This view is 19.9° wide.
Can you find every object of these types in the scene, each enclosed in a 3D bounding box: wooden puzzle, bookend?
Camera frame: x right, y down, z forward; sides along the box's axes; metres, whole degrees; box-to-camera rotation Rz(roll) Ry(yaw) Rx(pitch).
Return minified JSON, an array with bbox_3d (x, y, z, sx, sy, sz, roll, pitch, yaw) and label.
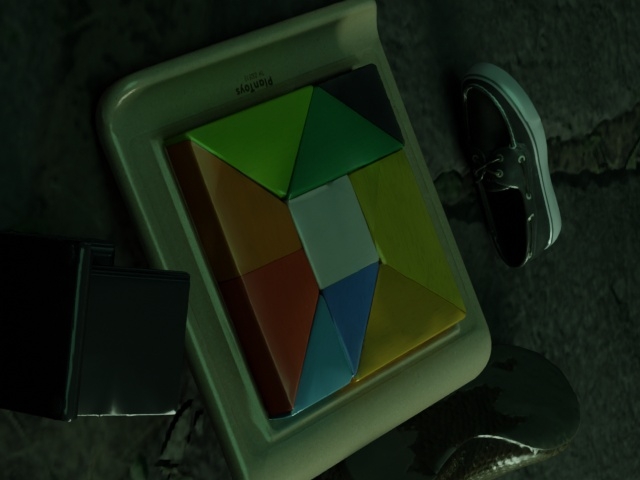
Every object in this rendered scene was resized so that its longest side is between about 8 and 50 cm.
[{"bbox_3d":[0.000,0.000,0.993,0.221,0.044,0.239,-26,101,-45],"label":"wooden puzzle"},{"bbox_3d":[-0.105,0.035,0.818,0.156,0.157,0.072,6,90,-48],"label":"bookend"}]

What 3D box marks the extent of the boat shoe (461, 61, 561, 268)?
[{"bbox_3d":[0.117,-0.045,1.146,0.040,0.049,0.142,-47,129,-34],"label":"boat shoe"}]

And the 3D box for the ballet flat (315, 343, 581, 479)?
[{"bbox_3d":[0.078,0.124,1.117,0.250,0.058,0.084,-19,67,-51],"label":"ballet flat"}]
